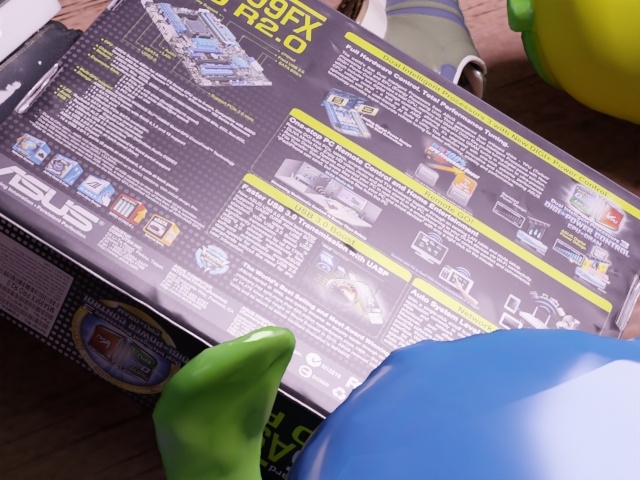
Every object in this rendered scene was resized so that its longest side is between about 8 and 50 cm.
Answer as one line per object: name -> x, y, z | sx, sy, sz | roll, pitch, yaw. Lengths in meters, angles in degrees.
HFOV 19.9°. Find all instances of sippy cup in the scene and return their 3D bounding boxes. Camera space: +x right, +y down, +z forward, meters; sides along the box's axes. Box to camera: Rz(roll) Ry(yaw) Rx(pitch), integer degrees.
sippy cup -> 0.062, 0.155, 0.570 | 0.305, 0.224, 0.240 | 16, 43, 10

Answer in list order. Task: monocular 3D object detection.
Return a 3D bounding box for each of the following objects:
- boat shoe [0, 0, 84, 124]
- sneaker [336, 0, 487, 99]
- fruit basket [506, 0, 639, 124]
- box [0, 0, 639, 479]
boat shoe -> -0.192, -0.005, 0.795 | 0.091, 0.114, 0.302 | 54, 54, -16
sneaker -> 0.049, -0.100, 0.966 | 0.086, 0.064, 0.192 | 42, 27, -9
fruit basket -> 0.302, -0.116, 0.922 | 0.392, 0.283, 0.392 | -31, 32, 22
box -> 0.000, 0.000, 0.793 | 0.270, 0.060, 0.216 | 32, 45, 0
